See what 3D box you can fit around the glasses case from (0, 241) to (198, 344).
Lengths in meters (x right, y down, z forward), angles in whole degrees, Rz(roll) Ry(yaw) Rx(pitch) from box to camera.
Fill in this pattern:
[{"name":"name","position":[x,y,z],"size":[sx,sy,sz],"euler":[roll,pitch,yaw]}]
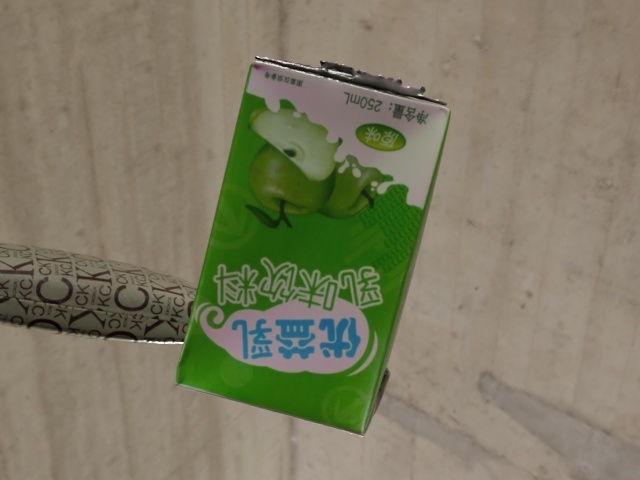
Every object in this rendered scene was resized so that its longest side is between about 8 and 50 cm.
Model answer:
[{"name":"glasses case","position":[-0.284,0.059,1.080],"size":[0.137,0.355,0.085],"euler":[-152,-106,-71]}]

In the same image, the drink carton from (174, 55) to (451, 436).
[{"name":"drink carton","position":[0.000,0.000,0.754],"size":[0.161,0.108,0.271],"euler":[15,-83,3]}]
